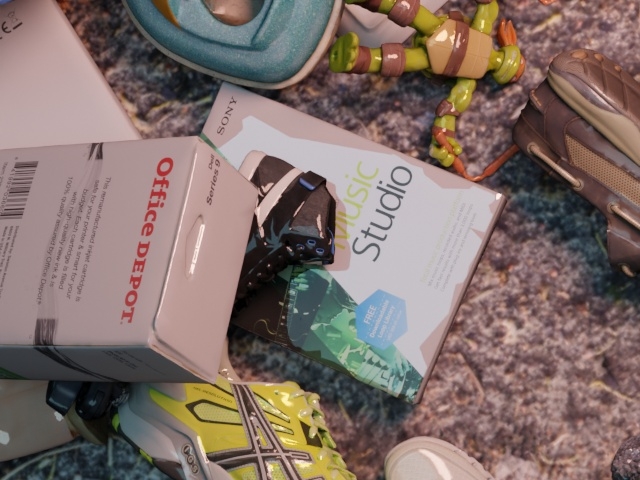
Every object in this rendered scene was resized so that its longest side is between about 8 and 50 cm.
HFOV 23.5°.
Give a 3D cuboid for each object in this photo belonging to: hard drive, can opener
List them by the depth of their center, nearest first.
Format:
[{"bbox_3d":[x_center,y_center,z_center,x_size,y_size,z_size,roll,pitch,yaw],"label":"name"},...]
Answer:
[{"bbox_3d":[-0.214,0.109,1.564,0.073,0.186,0.059,40,134,-17],"label":"can opener"},{"bbox_3d":[-0.346,-0.136,1.664,0.233,0.047,0.353,-34,80,6],"label":"hard drive"}]

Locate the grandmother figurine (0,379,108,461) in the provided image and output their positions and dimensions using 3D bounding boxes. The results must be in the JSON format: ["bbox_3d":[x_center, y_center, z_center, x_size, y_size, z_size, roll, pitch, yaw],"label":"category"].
[{"bbox_3d":[-0.397,0.207,1.622,0.342,0.104,0.208,-15,55,12],"label":"grandmother figurine"}]

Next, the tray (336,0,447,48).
[{"bbox_3d":[0.016,-0.326,1.624,0.145,0.030,0.270,-43,79,3],"label":"tray"}]

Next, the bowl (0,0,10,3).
[{"bbox_3d":[-0.383,-0.322,1.544,0.391,0.391,0.077,-1,122,10],"label":"bowl"}]

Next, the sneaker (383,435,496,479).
[{"bbox_3d":[0.158,0.319,1.497,0.110,0.118,0.292,-35,79,7],"label":"sneaker"}]

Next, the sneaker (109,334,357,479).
[{"bbox_3d":[-0.034,0.223,1.509,0.384,0.145,0.147,35,90,19],"label":"sneaker"}]

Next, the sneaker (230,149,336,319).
[{"bbox_3d":[-0.053,0.026,1.518,0.121,0.079,0.217,19,83,12],"label":"sneaker"}]

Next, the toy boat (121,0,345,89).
[{"bbox_3d":[-0.085,-0.325,1.554,0.267,0.148,0.318,24,101,17],"label":"toy boat"}]

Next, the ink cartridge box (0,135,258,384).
[{"bbox_3d":[-0.224,0.023,1.472,0.289,0.121,0.211,-1,66,30],"label":"ink cartridge box"}]

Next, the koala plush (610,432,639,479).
[{"bbox_3d":[0.403,0.191,1.439,0.196,0.203,0.221,44,82,-17],"label":"koala plush"}]

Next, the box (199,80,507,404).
[{"bbox_3d":[0.000,0.000,1.583,0.322,0.058,0.232,23,89,13],"label":"box"}]

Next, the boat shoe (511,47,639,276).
[{"bbox_3d":[0.335,-0.031,1.506,0.355,0.132,0.130,46,119,7],"label":"boat shoe"}]

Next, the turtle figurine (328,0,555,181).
[{"bbox_3d":[0.127,-0.208,1.546,0.217,0.087,0.269,14,104,-21],"label":"turtle figurine"}]
